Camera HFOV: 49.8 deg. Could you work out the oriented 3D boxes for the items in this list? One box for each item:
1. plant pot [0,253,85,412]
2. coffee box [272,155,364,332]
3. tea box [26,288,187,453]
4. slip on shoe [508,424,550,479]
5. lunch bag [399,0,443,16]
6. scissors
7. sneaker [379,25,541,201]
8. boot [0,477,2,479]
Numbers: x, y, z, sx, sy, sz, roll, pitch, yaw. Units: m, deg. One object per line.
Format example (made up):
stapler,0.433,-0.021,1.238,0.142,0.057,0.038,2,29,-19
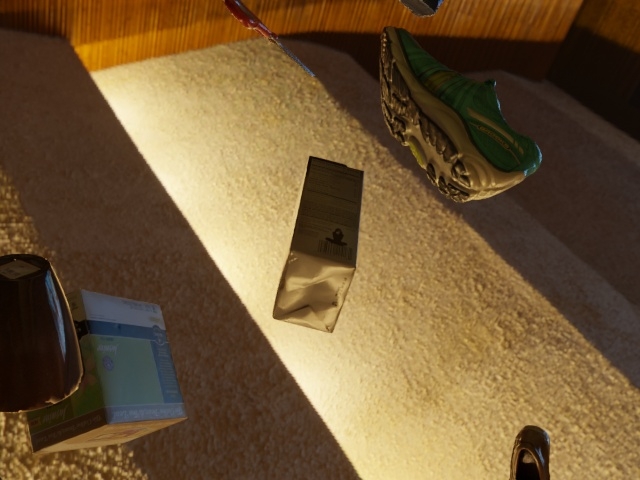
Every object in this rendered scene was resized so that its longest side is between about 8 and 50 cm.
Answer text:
plant pot,-0.536,0.149,1.233,0.216,0.230,0.215,6,-157,-3
coffee box,0.000,0.000,1.062,0.098,0.141,0.246,14,-142,-5
tea box,-0.532,0.322,1.682,0.329,0.220,0.323,30,-142,-66
slip on shoe,0.240,0.280,0.790,0.052,0.135,0.041,9,-158,28
lunch bag,0.171,-0.445,1.202,0.098,0.065,0.067,31,177,-30
scissors,-0.094,-0.355,1.152,0.109,0.021,0.297,51,-165,19
sneaker,0.141,-0.148,0.775,0.110,0.107,0.275,-18,-128,-12
boot,-0.266,0.142,0.503,0.086,0.190,0.069,-37,-157,-6
